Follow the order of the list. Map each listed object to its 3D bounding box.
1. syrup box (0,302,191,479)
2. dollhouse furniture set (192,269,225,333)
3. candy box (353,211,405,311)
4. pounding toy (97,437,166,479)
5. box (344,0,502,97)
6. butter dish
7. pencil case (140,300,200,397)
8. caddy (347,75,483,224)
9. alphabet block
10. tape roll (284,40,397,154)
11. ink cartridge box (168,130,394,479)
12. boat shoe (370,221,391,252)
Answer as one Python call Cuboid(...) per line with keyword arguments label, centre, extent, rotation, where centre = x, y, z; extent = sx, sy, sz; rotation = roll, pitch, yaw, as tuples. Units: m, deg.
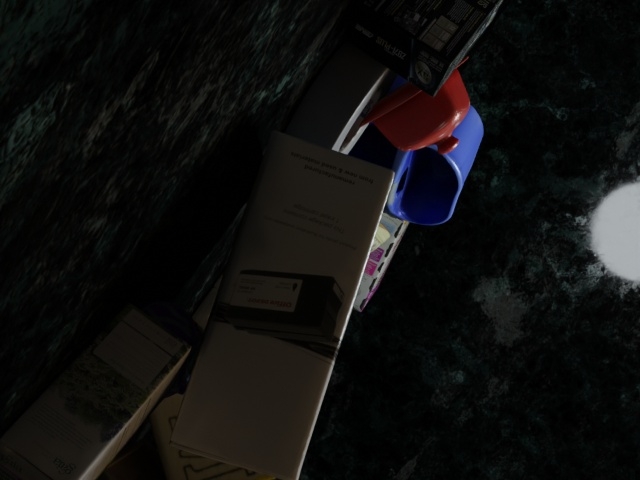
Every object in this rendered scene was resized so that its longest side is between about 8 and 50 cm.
Cuboid(label="syrup box", centre=(-0.252, 0.190, 1.228), extent=(0.237, 0.093, 0.096), rotation=(-52, 174, -41))
Cuboid(label="dollhouse furniture set", centre=(-0.100, 0.139, 1.822), extent=(0.129, 0.183, 0.129), rotation=(-55, 175, -10))
Cuboid(label="candy box", centre=(0.123, 0.021, 2.409), extent=(0.233, 0.071, 0.159), rotation=(-67, 172, 22))
Cuboid(label="pounding toy", centre=(-0.325, 0.414, 1.905), extent=(0.130, 0.141, 0.100), rotation=(-28, 155, -48))
Cuboid(label="box", centre=(0.144, -0.306, 1.484), extent=(0.180, 0.147, 0.077), rotation=(-53, 174, -31))
Cuboid(label="butter dish", centre=(0.157, -0.179, 1.593), extent=(0.160, 0.118, 0.160), rotation=(-29, -173, 24))
Cuboid(label="pencil case", centre=(-0.207, 0.149, 1.437), extent=(0.086, 0.088, 0.206), rotation=(-51, 173, -22))
Cuboid(label="caddy", centre=(0.166, -0.154, 2.106), extent=(0.179, 0.241, 0.341), rotation=(-61, 170, -23))
Cuboid(label="alphabet block", centre=(-0.164, 0.308, 1.838), extent=(0.193, 0.197, 0.192), rotation=(-17, 176, 4))
Cuboid(label="tape roll", centre=(0.029, -0.190, 1.580), extent=(0.219, 0.072, 0.219), rotation=(-56, 175, -7))
Cuboid(label="ink cartridge box", centre=(-0.053, 0.093, 1.431), extent=(0.285, 0.166, 0.395), rotation=(119, -11, -82))
Cuboid(label="boat shoe", centre=(0.047, -0.036, 2.112), extent=(0.089, 0.104, 0.285), rotation=(-51, 145, 0))
